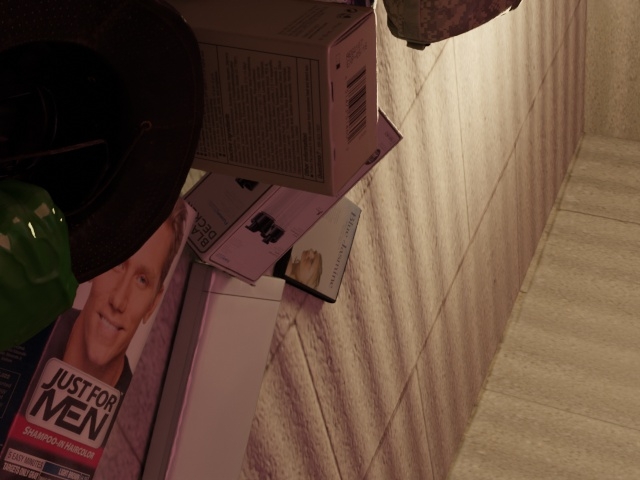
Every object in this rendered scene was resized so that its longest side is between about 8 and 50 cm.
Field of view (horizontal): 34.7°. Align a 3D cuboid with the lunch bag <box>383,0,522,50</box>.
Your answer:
[{"bbox_3d":[0.184,-0.458,1.468,0.256,0.213,0.305,-47,143,-40],"label":"lunch bag"}]

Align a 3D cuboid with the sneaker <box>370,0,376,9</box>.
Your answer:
[{"bbox_3d":[0.048,-0.378,1.578,0.090,0.081,0.232,-2,102,-83],"label":"sneaker"}]

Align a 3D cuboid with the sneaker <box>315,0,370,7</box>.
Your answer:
[{"bbox_3d":[0.009,-0.385,1.411,0.153,0.099,0.282,-46,137,-72],"label":"sneaker"}]

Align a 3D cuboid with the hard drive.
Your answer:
[{"bbox_3d":[-0.151,0.215,1.450,0.233,0.047,0.353,16,88,-67],"label":"hard drive"}]

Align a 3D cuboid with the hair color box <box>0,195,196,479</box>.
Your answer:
[{"bbox_3d":[-0.261,0.082,1.047,0.174,0.105,0.347,52,54,-62],"label":"hair color box"}]

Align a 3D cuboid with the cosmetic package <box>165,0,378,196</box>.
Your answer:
[{"bbox_3d":[-0.105,-0.159,1.020,0.113,0.310,0.160,-48,145,-49],"label":"cosmetic package"}]

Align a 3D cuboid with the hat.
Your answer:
[{"bbox_3d":[-0.255,-0.108,0.876,0.331,0.134,0.331,-23,141,-21],"label":"hat"}]

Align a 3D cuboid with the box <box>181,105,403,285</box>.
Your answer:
[{"bbox_3d":[-0.043,-0.083,1.313,0.290,0.087,0.169,-45,157,5],"label":"box"}]

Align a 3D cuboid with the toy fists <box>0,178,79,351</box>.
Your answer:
[{"bbox_3d":[-0.323,0.048,0.790,0.279,0.096,0.142,-31,153,-17],"label":"toy fists"}]

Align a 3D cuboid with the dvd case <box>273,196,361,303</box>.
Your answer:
[{"bbox_3d":[0.000,0.000,1.720,0.253,0.022,0.180,32,72,-66],"label":"dvd case"}]
